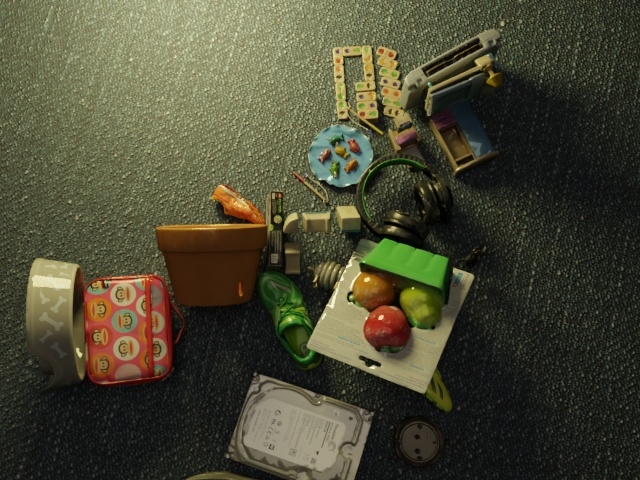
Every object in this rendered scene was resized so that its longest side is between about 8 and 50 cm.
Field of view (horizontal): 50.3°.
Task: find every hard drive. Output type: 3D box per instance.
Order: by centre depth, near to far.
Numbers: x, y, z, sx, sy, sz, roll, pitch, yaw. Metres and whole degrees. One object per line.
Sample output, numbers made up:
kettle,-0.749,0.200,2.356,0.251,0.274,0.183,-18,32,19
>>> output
hard drive,-0.052,0.508,1.787,0.339,0.064,0.236,18,79,5

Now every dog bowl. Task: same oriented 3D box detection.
dog bowl,-0.664,0.214,1.744,0.102,0.349,0.348,-3,77,-12

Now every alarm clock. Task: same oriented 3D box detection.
alarm clock,0.275,0.523,1.773,0.192,0.064,0.129,1,77,-1

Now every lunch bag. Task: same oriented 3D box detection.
lunch bag,-0.495,0.242,1.828,0.258,0.120,0.292,-3,77,-16

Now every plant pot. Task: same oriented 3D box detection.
plant pot,-0.282,0.061,1.804,0.291,0.291,0.203,-2,94,2

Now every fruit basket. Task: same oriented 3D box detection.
fruit basket,0.184,0.185,1.757,0.327,0.165,0.352,17,68,21

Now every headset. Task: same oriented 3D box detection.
headset,0.273,-0.070,1.843,0.394,0.185,0.243,44,83,7

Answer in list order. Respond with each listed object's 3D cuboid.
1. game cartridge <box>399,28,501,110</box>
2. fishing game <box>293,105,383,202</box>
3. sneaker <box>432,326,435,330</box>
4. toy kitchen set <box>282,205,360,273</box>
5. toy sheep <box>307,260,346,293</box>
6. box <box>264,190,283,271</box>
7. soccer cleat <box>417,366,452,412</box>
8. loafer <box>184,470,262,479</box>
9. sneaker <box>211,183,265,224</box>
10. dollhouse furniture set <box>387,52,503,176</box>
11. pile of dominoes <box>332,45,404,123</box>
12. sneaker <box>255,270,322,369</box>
game cartridge,0.359,-0.476,1.927,0.294,0.196,0.060,-29,78,-4
fishing game,0.056,-0.242,1.951,0.189,0.041,0.264,43,91,10
sneaker,0.321,0.203,1.847,0.089,0.051,0.170,-23,72,0
toy kitchen set,0.000,0.000,1.893,0.207,0.122,0.165,-2,108,-4
toy sheep,0.024,0.096,1.867,0.132,0.091,0.091,20,79,12
box,-0.130,-0.022,1.882,0.036,0.114,0.206,2,77,-11
soccer cleat,0.266,0.320,1.802,0.121,0.093,0.289,-37,78,-9
loafer,-0.205,0.651,1.733,0.320,0.111,0.111,3,77,3
sneaker,-0.231,-0.089,1.940,0.175,0.064,0.067,37,101,14
dollhouse furniture set,0.356,-0.311,1.836,0.287,0.303,0.198,-25,77,-4
pile of dominoes,0.141,-0.469,2.015,0.196,0.040,0.251,-4,77,1
sneaker,-0.079,0.204,1.825,0.110,0.123,0.295,-29,77,-4
